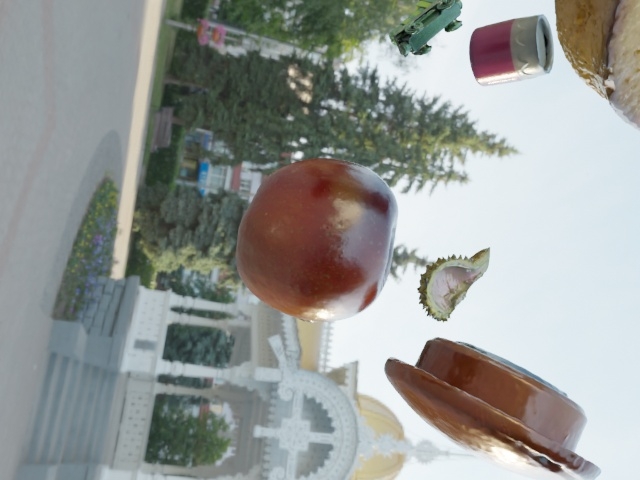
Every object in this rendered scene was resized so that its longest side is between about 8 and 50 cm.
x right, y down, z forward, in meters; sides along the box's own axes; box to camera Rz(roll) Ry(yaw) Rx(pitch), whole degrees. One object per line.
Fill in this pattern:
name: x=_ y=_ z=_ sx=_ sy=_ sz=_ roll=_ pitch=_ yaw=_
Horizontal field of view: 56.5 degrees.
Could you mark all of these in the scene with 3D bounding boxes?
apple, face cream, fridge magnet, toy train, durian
apple: x=0.000 y=0.000 z=0.798 sx=0.218 sy=0.201 sz=0.218 roll=17 pitch=90 yaw=-85
face cream: x=0.549 y=-0.543 z=1.709 sx=0.195 sy=0.175 sz=0.175 roll=-1 pitch=-104 yaw=36
fridge magnet: x=0.273 y=0.274 z=0.971 sx=0.155 sy=0.364 sz=0.363 roll=-61 pitch=-168 yaw=-8
toy train: x=0.261 y=-0.543 z=1.501 sx=0.132 sy=0.200 sz=0.083 roll=40 pitch=-16 yaw=49
durian: x=0.304 y=0.083 z=1.385 sx=0.224 sy=0.140 sz=0.078 roll=-37 pitch=-162 yaw=-14

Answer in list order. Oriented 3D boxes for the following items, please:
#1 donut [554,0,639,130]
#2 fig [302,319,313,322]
donut: x=0.493 y=-0.321 z=0.762 sx=0.163 sy=0.435 sz=0.377 roll=58 pitch=-5 yaw=44
fig: x=-0.009 y=0.124 z=1.412 sx=0.153 sy=0.119 sz=0.119 roll=-38 pitch=161 yaw=-42
